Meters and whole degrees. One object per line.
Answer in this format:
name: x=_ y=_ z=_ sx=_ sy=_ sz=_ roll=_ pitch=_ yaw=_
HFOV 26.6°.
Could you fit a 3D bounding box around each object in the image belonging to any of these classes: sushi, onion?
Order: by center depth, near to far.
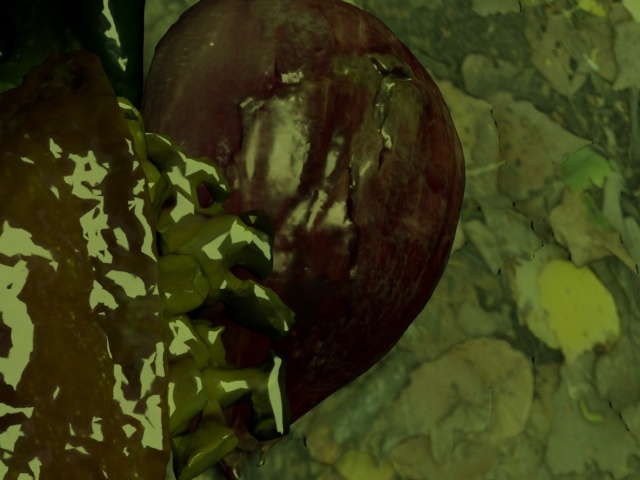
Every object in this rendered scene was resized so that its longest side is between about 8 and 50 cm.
sushi: x=-0.128 y=0.062 z=0.640 sx=0.179 sy=0.167 sz=0.296 roll=10 pitch=68 yaw=-45
onion: x=0.000 y=0.000 z=0.761 sx=0.227 sy=0.120 sz=0.283 roll=22 pitch=74 yaw=-41

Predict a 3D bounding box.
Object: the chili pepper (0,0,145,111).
chili pepper: x=-0.224 y=-0.107 z=0.714 sx=0.265 sy=0.116 sz=0.148 roll=-2 pitch=87 yaw=-30
